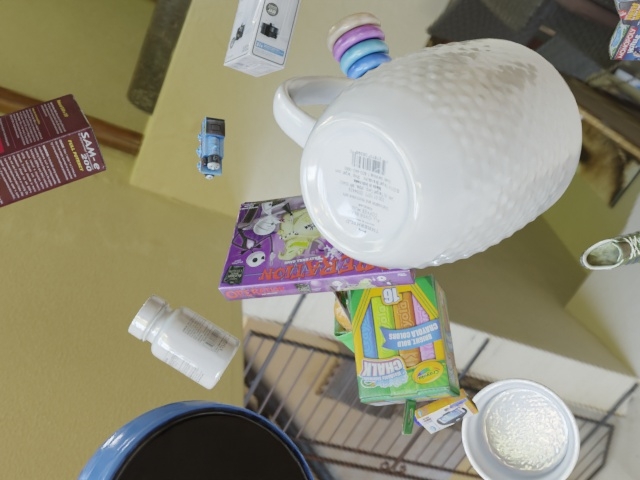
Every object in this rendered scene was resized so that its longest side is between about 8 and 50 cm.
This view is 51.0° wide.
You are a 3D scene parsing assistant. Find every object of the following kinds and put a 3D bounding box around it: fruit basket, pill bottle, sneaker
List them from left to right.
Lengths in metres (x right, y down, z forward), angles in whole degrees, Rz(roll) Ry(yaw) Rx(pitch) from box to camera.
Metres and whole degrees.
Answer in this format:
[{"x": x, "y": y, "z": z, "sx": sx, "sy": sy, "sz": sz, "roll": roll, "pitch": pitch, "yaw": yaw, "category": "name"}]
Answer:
[{"x": -0.310, "y": 0.225, "z": 1.523, "sx": 0.229, "sy": 0.131, "sz": 0.131, "roll": 33, "pitch": -153, "yaw": -3, "category": "pill bottle"}, {"x": 0.091, "y": 0.123, "z": 1.845, "sx": 0.166, "sy": 0.353, "sz": 0.327, "roll": -17, "pitch": -154, "yaw": 11, "category": "fruit basket"}, {"x": 0.591, "y": 0.019, "z": 1.283, "sx": 0.086, "sy": 0.192, "sz": 0.064, "roll": -4, "pitch": -103, "yaw": -57, "category": "sneaker"}]

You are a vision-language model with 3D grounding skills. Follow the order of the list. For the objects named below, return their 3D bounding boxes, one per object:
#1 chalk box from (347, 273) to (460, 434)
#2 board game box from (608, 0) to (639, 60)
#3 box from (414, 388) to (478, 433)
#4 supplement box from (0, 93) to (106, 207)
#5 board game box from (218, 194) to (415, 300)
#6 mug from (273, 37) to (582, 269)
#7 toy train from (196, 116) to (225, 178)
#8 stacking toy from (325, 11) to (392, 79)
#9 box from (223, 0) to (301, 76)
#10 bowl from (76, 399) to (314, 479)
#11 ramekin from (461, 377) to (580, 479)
[{"x": 0.173, "y": 0.236, "z": 1.339, "sx": 0.180, "sy": 0.179, "sz": 0.288, "roll": 42, "pitch": -141, "yaw": -67, "category": "chalk box"}, {"x": 0.695, "y": -0.475, "z": 1.422, "sx": 0.194, "sy": 0.194, "sz": 0.060, "roll": 2, "pitch": -124, "yaw": -4, "category": "board game box"}, {"x": 0.271, "y": 0.380, "z": 1.479, "sx": 0.081, "sy": 0.136, "sz": 0.028, "roll": 48, "pitch": -163, "yaw": -41, "category": "box"}, {"x": -0.424, "y": -0.108, "z": 0.895, "sx": 0.239, "sy": 0.073, "sz": 0.130, "roll": -23, "pitch": -140, "yaw": -16, "category": "supplement box"}, {"x": 0.000, "y": 0.000, "z": 1.200, "sx": 0.347, "sy": 0.056, "sz": 0.208, "roll": -7, "pitch": -127, "yaw": 19, "category": "board game box"}, {"x": 0.105, "y": -0.128, "z": 0.882, "sx": 0.374, "sy": 0.276, "sz": 0.328, "roll": 34, "pitch": -143, "yaw": 26, "category": "mug"}, {"x": -0.332, "y": -0.282, "z": 2.044, "sx": 0.080, "sy": 0.105, "sz": 0.184, "roll": 5, "pitch": -109, "yaw": -20, "category": "toy train"}, {"x": 0.131, "y": -0.365, "z": 1.586, "sx": 0.141, "sy": 0.141, "sz": 0.330, "roll": -7, "pitch": -109, "yaw": -48, "category": "stacking toy"}, {"x": -0.114, "y": -0.518, "z": 1.468, "sx": 0.087, "sy": 0.289, "sz": 0.169, "roll": 14, "pitch": 178, "yaw": -28, "category": "box"}, {"x": -0.155, "y": 0.413, "z": 0.917, "sx": 0.391, "sy": 0.077, "sz": 0.391, "roll": 18, "pitch": -120, "yaw": -34, "category": "bowl"}, {"x": 0.507, "y": 0.483, "z": 1.685, "sx": 0.277, "sy": 0.277, "sz": 0.135, "roll": 41, "pitch": -170, "yaw": 24, "category": "ramekin"}]
